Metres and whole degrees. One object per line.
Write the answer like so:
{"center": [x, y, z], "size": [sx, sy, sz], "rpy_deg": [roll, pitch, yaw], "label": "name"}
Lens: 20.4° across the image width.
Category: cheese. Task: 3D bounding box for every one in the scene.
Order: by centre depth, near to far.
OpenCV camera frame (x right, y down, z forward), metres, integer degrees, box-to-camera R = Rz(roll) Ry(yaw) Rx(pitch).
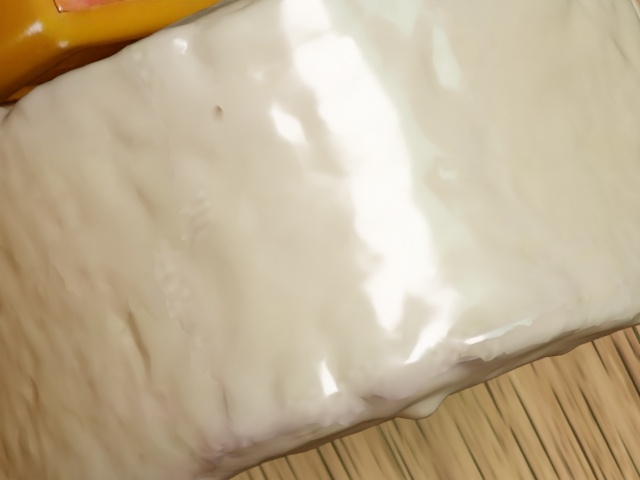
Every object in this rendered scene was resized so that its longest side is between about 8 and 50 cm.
{"center": [0.001, -0.003, 0.688], "size": [0.292, 0.332, 0.153], "rpy_deg": [-19, 88, -28], "label": "cheese"}

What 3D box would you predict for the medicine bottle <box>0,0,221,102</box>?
{"center": [-0.121, -0.185, 0.794], "size": [0.149, 0.112, 0.222], "rpy_deg": [-19, 88, -40], "label": "medicine bottle"}
